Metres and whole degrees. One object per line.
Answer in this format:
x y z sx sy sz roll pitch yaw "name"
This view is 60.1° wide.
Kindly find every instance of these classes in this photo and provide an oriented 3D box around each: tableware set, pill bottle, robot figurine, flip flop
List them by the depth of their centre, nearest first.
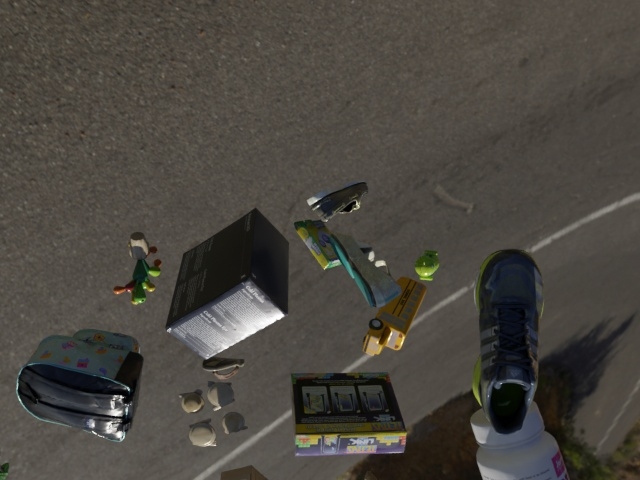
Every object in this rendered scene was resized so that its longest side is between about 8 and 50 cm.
0.404 0.472 1.088 0.160 0.283 0.160 -18 177 -1 "pill bottle"
-0.261 0.417 1.333 0.141 0.020 0.169 -15 102 4 "tableware set"
0.346 0.078 1.801 0.115 0.067 0.101 -24 127 -62 "robot figurine"
-0.367 0.491 2.123 0.277 0.112 0.080 51 45 -75 "flip flop"

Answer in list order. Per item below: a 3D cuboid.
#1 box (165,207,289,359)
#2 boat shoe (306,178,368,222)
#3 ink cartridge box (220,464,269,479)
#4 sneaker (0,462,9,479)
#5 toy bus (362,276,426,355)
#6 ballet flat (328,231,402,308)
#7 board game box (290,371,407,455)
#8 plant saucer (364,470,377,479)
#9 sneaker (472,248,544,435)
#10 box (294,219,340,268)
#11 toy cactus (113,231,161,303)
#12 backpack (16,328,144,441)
-0.268 0.126 1.667 0.312 0.343 0.179 -31 123 20 "box"
0.071 -0.127 1.762 0.109 0.091 0.305 -30 176 36 "boat shoe"
-0.163 0.681 1.296 0.088 0.235 0.193 -16 134 13 "ink cartridge box"
-0.696 0.379 1.031 0.146 0.134 0.344 -72 166 -55 "sneaker"
0.263 0.272 1.969 0.333 0.130 0.108 -53 161 -46 "toy bus"
0.064 0.036 0.789 0.052 0.168 0.057 -24 131 -8 "ballet flat"
0.039 0.274 0.888 0.170 0.141 0.048 1 117 -6 "board game box"
0.123 0.582 1.288 0.015 0.083 0.083 -19 137 -21 "plant saucer"
0.294 0.159 0.843 0.121 0.111 0.300 -66 152 -71 "sneaker"
0.000 0.000 1.716 0.043 0.179 0.105 -48 160 30 "box"
-0.473 0.053 1.432 0.112 0.219 0.181 5 131 -4 "toy cactus"
-0.404 0.236 0.942 0.188 0.144 0.166 10 125 -10 "backpack"
